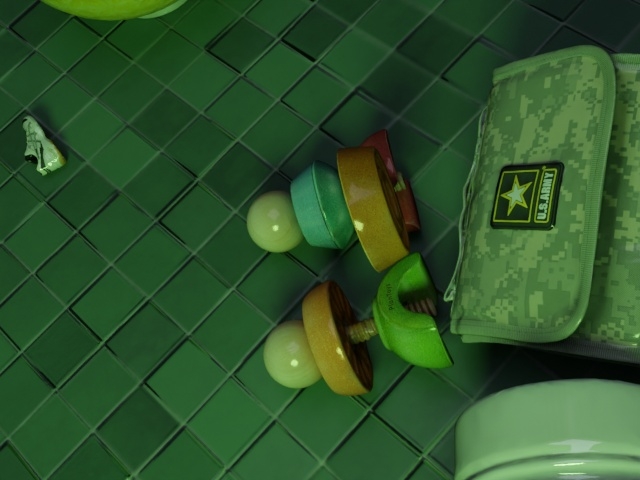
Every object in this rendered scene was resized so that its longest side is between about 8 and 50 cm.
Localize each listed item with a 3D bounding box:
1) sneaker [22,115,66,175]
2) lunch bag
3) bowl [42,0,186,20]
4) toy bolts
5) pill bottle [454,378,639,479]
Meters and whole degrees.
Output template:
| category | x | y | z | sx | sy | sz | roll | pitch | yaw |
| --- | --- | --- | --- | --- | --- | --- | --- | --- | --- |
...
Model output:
| category | x | y | z | sx | sy | sz | roll | pitch | yaw |
| --- | --- | --- | --- | --- | --- | --- | --- | --- | --- |
| sneaker | -0.319 | -0.107 | 0.997 | 0.037 | 0.032 | 0.083 | -38 | 60 | -7 |
| lunch bag | 0.246 | -0.017 | 0.696 | 0.286 | 0.169 | 0.235 | 7 | 83 | 20 |
| bowl | -0.217 | -0.351 | 1.029 | 0.289 | 0.156 | 0.290 | -6 | 61 | 11 |
| toy bolts | 0.000 | 0.000 | 0.776 | 0.158 | 0.218 | 0.229 | -18 | 41 | 11 |
| pill bottle | 0.174 | 0.285 | 0.554 | 0.204 | 0.204 | 0.361 | -4 | 56 | 13 |
